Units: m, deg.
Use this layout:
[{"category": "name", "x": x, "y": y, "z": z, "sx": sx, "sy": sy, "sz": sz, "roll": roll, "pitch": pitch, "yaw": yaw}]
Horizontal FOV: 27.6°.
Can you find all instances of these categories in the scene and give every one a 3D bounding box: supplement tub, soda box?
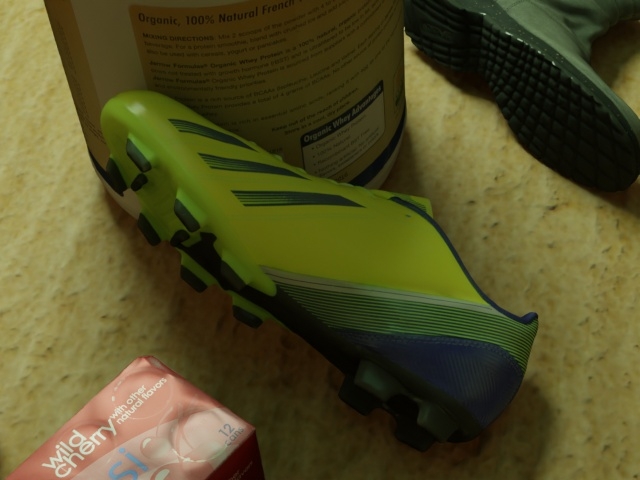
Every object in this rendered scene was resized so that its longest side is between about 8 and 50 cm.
[{"category": "supplement tub", "x": -0.061, "y": -0.171, "z": 0.818, "sx": 0.228, "sy": 0.316, "sz": 0.228, "roll": -2, "pitch": 50, "yaw": 3}, {"category": "soda box", "x": -0.146, "y": 0.185, "z": 0.681, "sx": 0.092, "sy": 0.083, "sz": 0.263, "roll": 31, "pitch": 60, "yaw": 27}]

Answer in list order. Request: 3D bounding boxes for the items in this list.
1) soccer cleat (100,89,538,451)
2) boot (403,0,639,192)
[{"category": "soccer cleat", "x": 0.000, "y": 0.001, "z": 0.762, "sx": 0.289, "sy": 0.093, "sz": 0.121, "roll": 39, "pitch": 70, "yaw": -2}, {"category": "boot", "x": 0.186, "y": -0.150, "z": 0.937, "sx": 0.161, "sy": 0.083, "sz": 0.246, "roll": -26, "pitch": 54, "yaw": -23}]
